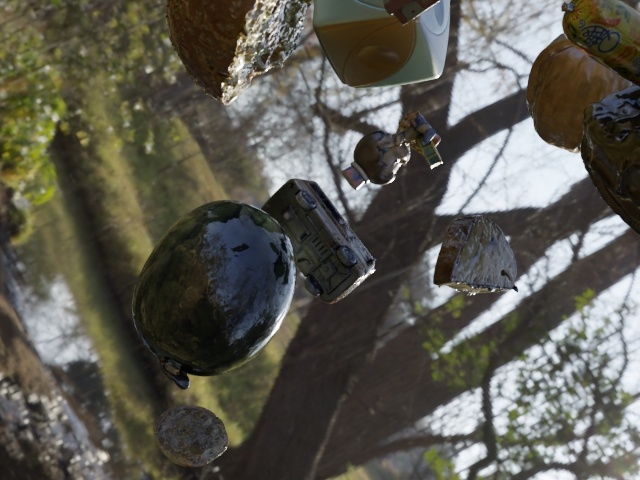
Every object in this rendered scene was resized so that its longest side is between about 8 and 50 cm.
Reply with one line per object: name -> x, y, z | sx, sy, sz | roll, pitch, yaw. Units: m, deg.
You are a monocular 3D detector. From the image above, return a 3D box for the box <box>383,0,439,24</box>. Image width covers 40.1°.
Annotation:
box -> 0.271, -0.714, 2.358 | 0.086, 0.215, 0.215 | 41, 33, -35

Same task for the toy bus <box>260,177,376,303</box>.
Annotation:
toy bus -> 0.000, 0.000, 2.047 | 0.289, 0.139, 0.157 | 53, 26, 16

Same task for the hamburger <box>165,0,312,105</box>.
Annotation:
hamburger -> -0.196, -0.491, 1.814 | 0.287, 0.268, 0.445 | 40, -23, 7

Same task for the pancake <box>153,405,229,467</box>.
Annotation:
pancake -> -0.258, 0.388, 1.743 | 0.151, 0.152, 0.025 | 57, -39, 42

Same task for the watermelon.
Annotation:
watermelon -> -0.196, 0.097, 1.609 | 0.279, 0.359, 0.279 | 27, -24, 13

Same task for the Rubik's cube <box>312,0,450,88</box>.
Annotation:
Rubik's cube -> 0.195, -0.703, 2.703 | 0.352, 0.347, 0.351 | 52, 41, -55

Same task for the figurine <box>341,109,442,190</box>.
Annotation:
figurine -> 0.188, -0.228, 2.348 | 0.158, 0.275, 0.161 | 68, 16, 11

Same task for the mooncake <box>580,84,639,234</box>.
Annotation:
mooncake -> 0.728, -0.180, 1.800 | 0.394, 0.246, 0.393 | 98, -32, -69

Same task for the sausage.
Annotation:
sausage -> 0.624, -0.401, 1.783 | 0.347, 0.123, 0.123 | 22, 10, -22

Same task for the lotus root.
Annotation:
lotus root -> 0.322, 0.035, 1.824 | 0.261, 0.074, 0.170 | 19, 70, -47

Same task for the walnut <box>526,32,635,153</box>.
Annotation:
walnut -> 0.704, -0.392, 2.347 | 0.306, 0.306, 0.344 | 59, -24, 33
